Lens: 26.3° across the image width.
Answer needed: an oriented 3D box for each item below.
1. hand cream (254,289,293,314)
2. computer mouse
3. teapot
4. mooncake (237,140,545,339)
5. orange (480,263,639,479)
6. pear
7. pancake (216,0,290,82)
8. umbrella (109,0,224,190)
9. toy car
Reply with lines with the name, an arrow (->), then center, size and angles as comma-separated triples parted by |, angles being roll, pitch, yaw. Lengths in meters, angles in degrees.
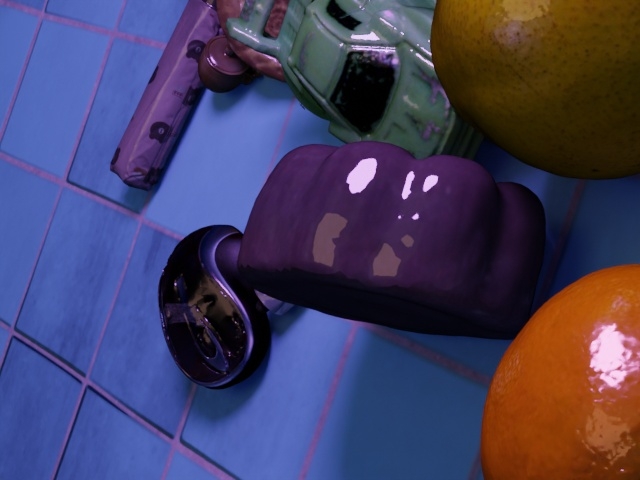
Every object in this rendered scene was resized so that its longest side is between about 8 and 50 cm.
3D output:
hand cream -> 0.000, 0.000, 1.645 | 0.248, 0.052, 0.075 | -49, 47, 25
computer mouse -> -0.143, 0.076, 1.745 | 0.137, 0.096, 0.233 | -45, 47, 28
teapot -> -0.116, -0.250, 1.871 | 0.080, 0.085, 0.110 | -53, 9, 54
mooncake -> 0.076, 0.004, 1.392 | 0.306, 0.306, 0.154 | 3, 73, 49
orange -> 0.279, 0.168, 1.088 | 0.312, 0.312, 0.312 | -19, 63, 43
pear -> 0.246, -0.195, 1.273 | 0.294, 0.294, 0.294 | -19, 63, 43
pancake -> -0.028, -0.315, 1.720 | 0.250, 0.031, 0.250 | 9, 108, 31
umbrella -> -0.200, -0.228, 1.935 | 0.073, 0.067, 0.337 | 35, 104, 34
toy car -> 0.052, -0.207, 1.539 | 0.358, 0.176, 0.213 | 55, 132, 42
